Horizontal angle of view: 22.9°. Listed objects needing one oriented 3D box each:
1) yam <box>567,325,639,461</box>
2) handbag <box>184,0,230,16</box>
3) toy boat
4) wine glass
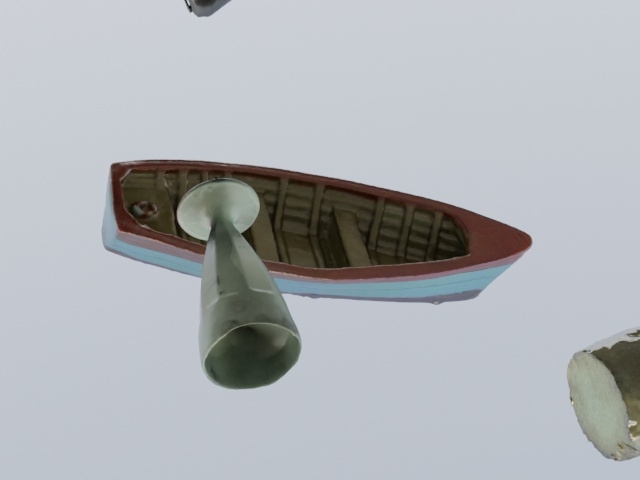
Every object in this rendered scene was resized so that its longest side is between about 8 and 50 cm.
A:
[{"bbox_3d":[0.319,0.109,1.349,0.194,0.107,0.107,-19,-127,-14],"label":"yam"},{"bbox_3d":[-0.117,-0.363,1.320,0.342,0.288,0.152,36,-154,-11],"label":"handbag"},{"bbox_3d":[0.000,0.000,1.392,0.392,0.079,0.136,8,-138,-21],"label":"toy boat"},{"bbox_3d":[-0.063,0.031,1.146,0.073,0.073,0.155,-13,-135,-5],"label":"wine glass"}]
